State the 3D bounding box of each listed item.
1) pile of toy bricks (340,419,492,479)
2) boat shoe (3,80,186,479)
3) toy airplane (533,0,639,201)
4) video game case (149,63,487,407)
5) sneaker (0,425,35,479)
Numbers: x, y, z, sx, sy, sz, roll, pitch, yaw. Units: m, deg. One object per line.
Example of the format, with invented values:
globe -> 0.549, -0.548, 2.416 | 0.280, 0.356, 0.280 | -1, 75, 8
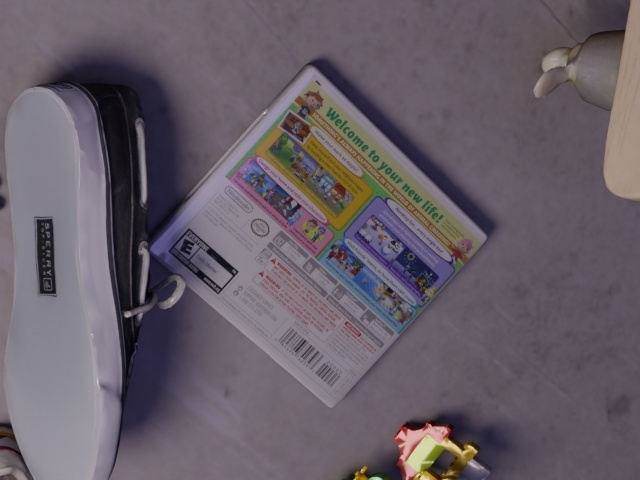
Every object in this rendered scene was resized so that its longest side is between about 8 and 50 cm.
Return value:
pile of toy bricks -> 0.036, 0.240, 1.183 | 0.105, 0.118, 0.212 | 38, 102, 10
boat shoe -> -0.167, 0.037, 1.056 | 0.105, 0.113, 0.306 | -9, 96, -49
toy airplane -> 0.267, -0.278, 1.019 | 0.386, 0.272, 0.384 | -36, 80, 9
video game case -> 0.000, 0.000, 1.142 | 0.212, 0.023, 0.193 | 42, 89, -21
sneaker -> -0.235, 0.239, 1.099 | 0.070, 0.084, 0.185 | -18, 108, -12
